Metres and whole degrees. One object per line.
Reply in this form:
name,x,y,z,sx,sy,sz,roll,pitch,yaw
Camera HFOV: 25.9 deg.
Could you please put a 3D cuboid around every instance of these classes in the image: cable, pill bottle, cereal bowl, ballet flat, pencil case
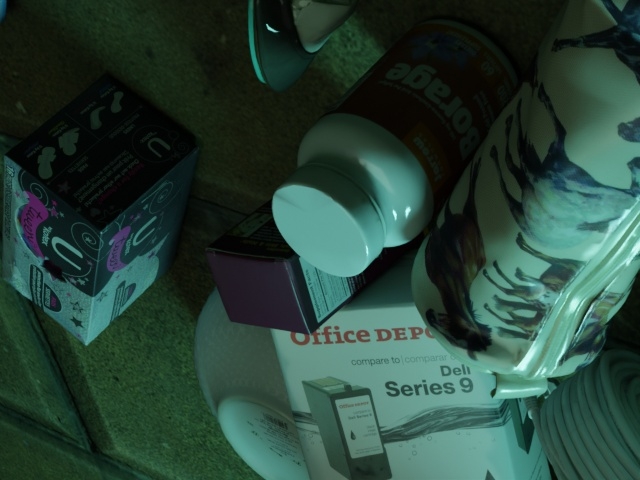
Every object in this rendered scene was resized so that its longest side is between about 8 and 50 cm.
cable,0.300,0.208,1.170,0.257,0.257,0.089,31,113,-22
pill bottle,0.060,-0.073,1.111,0.121,0.216,0.121,27,144,22
cereal bowl,-0.012,0.184,1.547,0.339,0.141,0.339,28,145,22
ballet flat,-0.017,-0.231,1.132,0.096,0.095,0.280,12,137,20
pencil case,0.202,-0.063,0.955,0.160,0.183,0.410,13,137,-13

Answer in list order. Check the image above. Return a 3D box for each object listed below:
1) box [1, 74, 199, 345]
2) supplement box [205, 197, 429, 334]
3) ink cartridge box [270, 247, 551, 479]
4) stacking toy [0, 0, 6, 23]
box,-0.247,-0.026,1.526,0.142,0.163,0.247,36,147,12
supplement box,0.000,0.000,1.274,0.104,0.188,0.081,7,124,41
ink cartridge box,0.089,0.163,1.325,0.211,0.121,0.289,-6,111,24
stacking toy,-0.470,-0.232,1.397,0.175,0.302,0.166,33,145,12
